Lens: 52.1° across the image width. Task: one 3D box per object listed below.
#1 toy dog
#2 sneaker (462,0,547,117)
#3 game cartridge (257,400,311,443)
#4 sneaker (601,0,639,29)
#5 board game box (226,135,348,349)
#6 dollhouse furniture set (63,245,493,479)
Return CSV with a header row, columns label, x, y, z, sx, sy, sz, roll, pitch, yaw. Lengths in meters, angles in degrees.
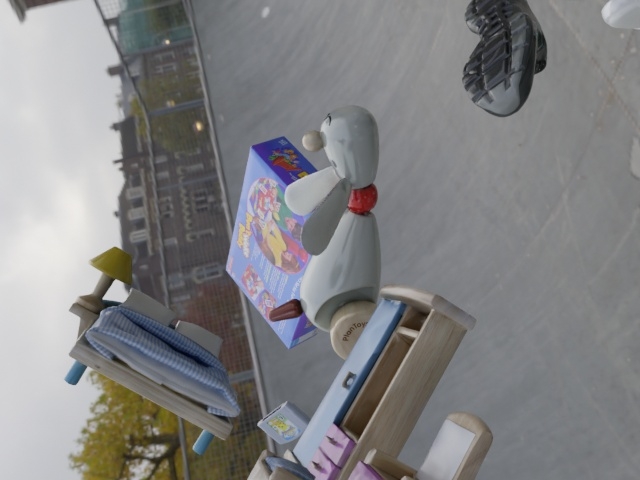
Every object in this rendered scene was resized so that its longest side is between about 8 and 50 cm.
label,x,y,z,sx,sy,sz,roll,pitch,yaw
toy dog,0.000,0.000,0.871,0.220,0.160,0.334,-145,49,-82
sneaker,0.247,-0.237,0.823,0.106,0.101,0.268,36,-136,-23
game cartridge,-0.054,0.284,1.011,0.056,0.083,0.017,39,-143,-9
sneaker,0.597,-0.352,1.020,0.106,0.289,0.123,52,-148,-78
board game box,-0.065,0.013,1.244,0.233,0.078,0.347,48,142,25
dollhouse furniture set,-0.048,0.072,0.524,0.198,0.303,0.286,-60,10,-9
